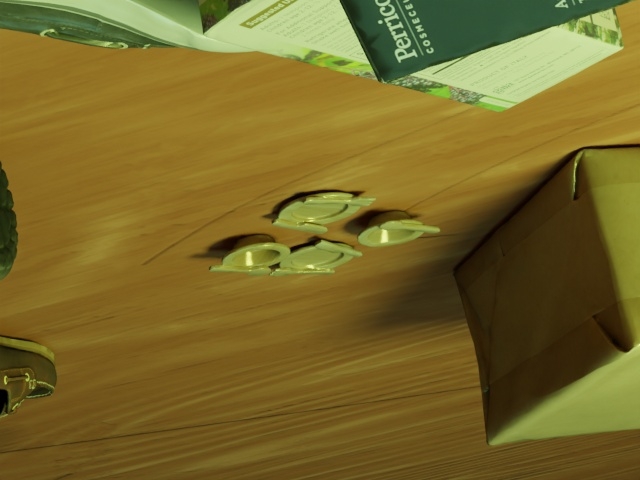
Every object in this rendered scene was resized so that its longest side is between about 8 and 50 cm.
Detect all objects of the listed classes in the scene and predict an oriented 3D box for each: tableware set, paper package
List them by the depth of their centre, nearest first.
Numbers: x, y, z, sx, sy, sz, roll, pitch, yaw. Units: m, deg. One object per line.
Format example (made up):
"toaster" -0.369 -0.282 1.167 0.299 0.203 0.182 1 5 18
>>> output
"tableware set" 0.000 0.000 1.511 0.141 0.020 0.169 7 155 -41
"paper package" 0.318 0.046 1.584 0.325 0.168 0.309 -4 160 -19

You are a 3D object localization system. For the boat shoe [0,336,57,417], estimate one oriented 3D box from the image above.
"boat shoe" -0.287 0.118 1.630 0.073 0.073 0.207 -17 161 17

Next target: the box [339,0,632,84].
"box" 0.054 -0.203 0.627 0.184 0.103 0.261 -18 125 16

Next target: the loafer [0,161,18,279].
"loafer" -0.317 -0.024 1.098 0.130 0.134 0.366 -17 160 19

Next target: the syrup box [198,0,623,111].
"syrup box" 0.046 -0.144 0.997 0.237 0.093 0.096 8 154 -43

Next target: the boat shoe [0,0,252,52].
"boat shoe" -0.121 -0.132 0.977 0.228 0.080 0.076 3 164 -31
